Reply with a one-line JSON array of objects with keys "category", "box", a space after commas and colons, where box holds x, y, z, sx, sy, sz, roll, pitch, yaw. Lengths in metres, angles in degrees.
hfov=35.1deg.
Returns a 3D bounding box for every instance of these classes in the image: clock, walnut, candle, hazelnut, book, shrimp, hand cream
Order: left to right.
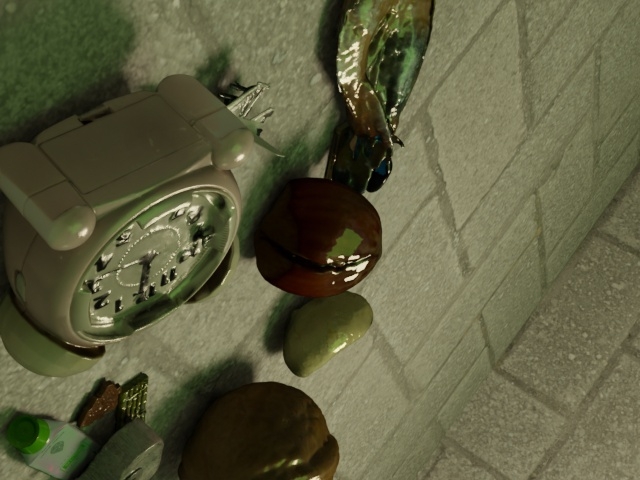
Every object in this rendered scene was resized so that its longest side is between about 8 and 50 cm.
[{"category": "hand cream", "box": [-0.401, 0.319, 1.537, 0.079, 0.050, 0.275, -25, 157, -3]}, {"category": "candle", "box": [-0.332, 0.377, 1.678, 0.192, 0.068, 0.168, -49, 166, 9]}, {"category": "clock", "box": [-0.242, -0.005, 1.247, 0.342, 0.184, 0.326, -26, 145, -29]}, {"category": "walnut", "box": [-0.110, 0.422, 1.927, 0.333, 0.333, 0.333, -43, 153, -29]}, {"category": "hazelnut", "box": [0.000, 0.002, 1.724, 0.181, 0.181, 0.212, -22, 140, -55]}, {"category": "book", "box": [0.057, -0.147, 1.854, 0.138, 0.016, 0.199, -35, 148, -41]}, {"category": "shrimp", "box": [0.091, -0.268, 1.653, 0.221, 0.110, 0.446, -29, 137, -43]}]

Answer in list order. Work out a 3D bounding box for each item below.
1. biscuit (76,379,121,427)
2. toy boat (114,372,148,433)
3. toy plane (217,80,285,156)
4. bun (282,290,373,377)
[{"category": "biscuit", "box": [-0.348, 0.259, 1.584, 0.092, 0.016, 0.082, -44, 158, -25]}, {"category": "toy boat", "box": [-0.312, 0.275, 1.673, 0.063, 0.016, 0.115, -34, 148, -41]}, {"category": "toy plane", "box": [-0.143, -0.164, 1.391, 0.234, 0.082, 0.160, 15, 117, -50]}, {"category": "bun", "box": [0.003, 0.173, 2.037, 0.222, 0.127, 0.222, -40, -179, 1]}]
